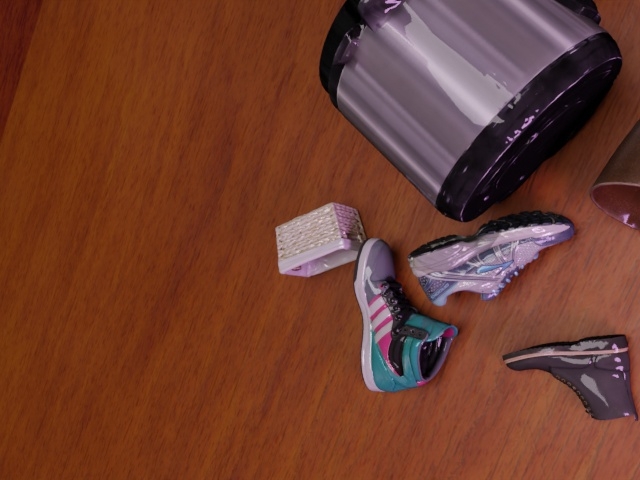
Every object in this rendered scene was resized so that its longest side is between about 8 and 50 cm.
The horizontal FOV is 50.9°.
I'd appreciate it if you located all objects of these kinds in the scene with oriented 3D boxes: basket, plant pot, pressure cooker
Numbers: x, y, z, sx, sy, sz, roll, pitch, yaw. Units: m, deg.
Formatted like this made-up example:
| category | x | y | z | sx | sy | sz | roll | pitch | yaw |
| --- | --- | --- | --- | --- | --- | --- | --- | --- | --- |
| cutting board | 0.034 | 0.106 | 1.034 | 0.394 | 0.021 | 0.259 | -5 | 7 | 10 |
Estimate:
| category | x | y | z | sx | sy | sz | roll | pitch | yaw |
| --- | --- | --- | --- | --- | --- | --- | --- | --- | --- |
| basket | 0.000 | 0.000 | 1.376 | 0.167 | 0.113 | 0.103 | -23 | 71 | 30 |
| plant pot | 0.545 | -0.135 | 0.980 | 0.215 | 0.215 | 0.230 | 23 | 84 | 34 |
| pressure cooker | 0.203 | -0.286 | 1.079 | 0.420 | 0.376 | 0.369 | 47 | 151 | 18 |

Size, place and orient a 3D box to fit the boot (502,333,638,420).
| category | x | y | z | sx | sy | sz | roll | pitch | yaw |
| --- | --- | --- | --- | --- | --- | --- | --- | --- | --- |
| boot | 0.407 | 0.234 | 1.102 | 0.198 | 0.077 | 0.136 | -14 | 83 | 34 |

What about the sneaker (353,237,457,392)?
| category | x | y | z | sx | sy | sz | roll | pitch | yaw |
| --- | --- | --- | --- | --- | --- | --- | --- | --- | --- |
| sneaker | 0.160 | 0.138 | 1.243 | 0.179 | 0.124 | 0.295 | -4 | 90 | 39 |

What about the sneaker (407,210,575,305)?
| category | x | y | z | sx | sy | sz | roll | pitch | yaw |
| --- | --- | --- | --- | --- | --- | --- | --- | --- | --- |
| sneaker | 0.304 | 0.033 | 1.175 | 0.283 | 0.110 | 0.122 | -18 | 101 | 16 |
